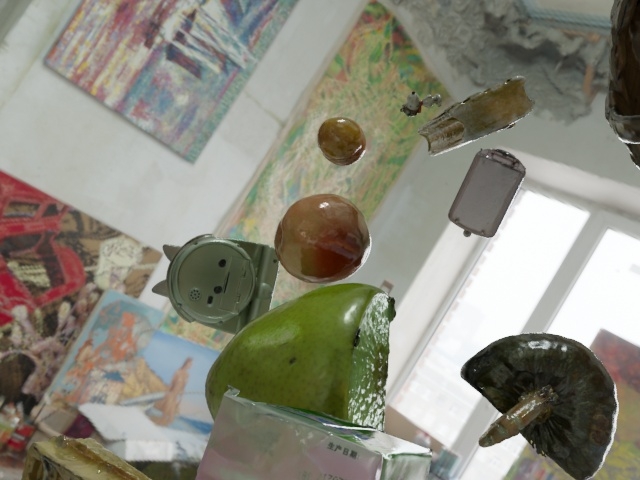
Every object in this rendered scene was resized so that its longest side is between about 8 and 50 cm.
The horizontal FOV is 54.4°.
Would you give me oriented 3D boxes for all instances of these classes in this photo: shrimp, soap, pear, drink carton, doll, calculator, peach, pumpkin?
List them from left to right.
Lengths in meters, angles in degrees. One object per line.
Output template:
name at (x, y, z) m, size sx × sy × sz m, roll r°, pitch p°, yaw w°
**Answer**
pear at (-0.050, 0.235, 1.035) m, size 0.318 × 0.343 × 0.238 m, roll -2°, pitch -16°, yaw 27°
peach at (0.000, 0.000, 1.171) m, size 0.184 × 0.184 × 0.184 m, roll 32°, pitch -2°, yaw 2°
drink carton at (0.007, 0.233, 0.624) m, size 0.161 × 0.108 × 0.271 m, roll 13°, pitch -14°, yaw 23°
peach at (0.059, -0.269, 1.693) m, size 0.138 × 0.138 × 0.138 m, roll 32°, pitch -2°, yaw 2°
doll at (0.217, -0.295, 1.350) m, size 0.085 × 0.058 × 0.040 m, roll -1°, pitch 45°, yaw -24°
soap at (0.325, -0.261, 1.347) m, size 0.089 × 0.173 × 0.274 m, roll 63°, pitch -3°, yaw -4°
calculator at (0.309, -0.085, 1.162) m, size 0.100 × 0.175 × 0.032 m, roll 27°, pitch 11°, yaw 16°
shrimp at (0.351, 0.314, 1.101) m, size 0.041 × 0.180 × 0.099 m, roll 53°, pitch -19°, yaw 23°
pumpkin at (0.469, 0.305, 1.276) m, size 0.325 × 0.232 × 0.242 m, roll 39°, pitch 5°, yaw 20°

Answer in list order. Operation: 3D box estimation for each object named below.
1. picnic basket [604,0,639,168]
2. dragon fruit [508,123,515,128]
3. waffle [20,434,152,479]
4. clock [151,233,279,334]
picnic basket at (0.454, -0.175, 0.654) m, size 0.293 × 0.337 × 0.337 m, roll -17°, pitch -32°, yaw 31°
dragon fruit at (0.469, -0.324, 1.615) m, size 0.116 × 0.086 × 0.081 m, roll 8°, pitch 8°, yaw 36°
waffle at (-0.250, 0.405, 0.735) m, size 0.376 × 0.261 × 0.114 m, roll 10°, pitch -6°, yaw 39°
clock at (-0.288, 0.114, 1.710) m, size 0.324 × 0.265 × 0.108 m, roll 13°, pitch -7°, yaw -14°
